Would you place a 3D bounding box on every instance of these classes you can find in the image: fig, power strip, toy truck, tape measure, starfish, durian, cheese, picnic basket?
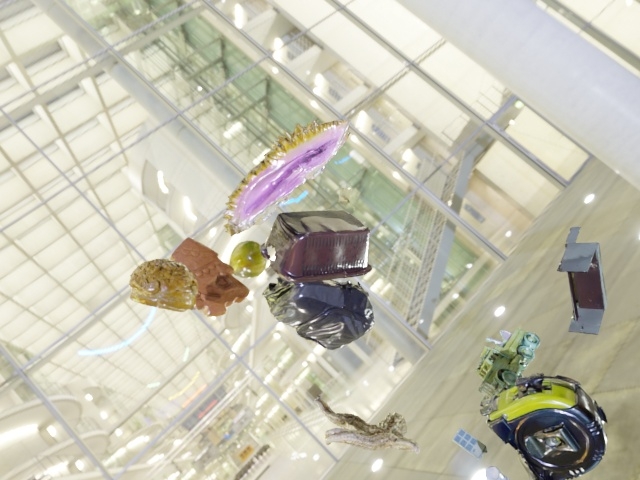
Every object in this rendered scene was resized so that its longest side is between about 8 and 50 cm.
[{"bbox_3d":[-0.253,0.070,1.677,0.121,0.136,0.153,8,-60,-43],"label":"fig"},{"bbox_3d":[0.383,0.522,1.215,0.040,0.090,0.016,-48,-50,-14],"label":"power strip"},{"bbox_3d":[0.514,0.351,1.345,0.259,0.135,0.128,-38,-34,-44],"label":"toy truck"},{"bbox_3d":[0.431,0.350,0.891,0.186,0.199,0.112,-41,-1,26],"label":"tape measure"},{"bbox_3d":[0.136,0.562,1.424,0.432,0.324,0.082,109,172,-85],"label":"starfish"},{"bbox_3d":[-0.084,-0.146,0.995,0.341,0.112,0.191,-43,13,6],"label":"durian"},{"bbox_3d":[0.094,-0.171,1.739,0.084,0.041,0.060,126,153,-78],"label":"cheese"},{"bbox_3d":[0.000,0.000,1.279,0.297,0.222,0.129,-4,-61,-33],"label":"picnic basket"}]

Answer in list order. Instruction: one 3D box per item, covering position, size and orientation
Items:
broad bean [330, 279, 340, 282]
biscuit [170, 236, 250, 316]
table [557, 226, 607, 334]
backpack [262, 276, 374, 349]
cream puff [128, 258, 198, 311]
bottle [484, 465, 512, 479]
[{"bbox_3d":[-0.011,0.197,2.108,0.098,0.318,0.056,-78,7,-49],"label":"broad bean"},{"bbox_3d":[-0.379,0.107,1.507,0.284,0.306,0.043,-3,-37,-41],"label":"biscuit"},{"bbox_3d":[0.528,0.075,0.946,0.062,0.146,0.175,-2,29,40],"label":"table"},{"bbox_3d":[-0.016,0.268,1.963,0.363,0.446,0.254,-36,40,31],"label":"backpack"},{"bbox_3d":[-0.359,0.101,1.097,0.165,0.150,0.115,34,-106,-67],"label":"cream puff"},{"bbox_3d":[0.353,0.478,0.860,0.060,0.217,0.060,-29,28,18],"label":"bottle"}]
